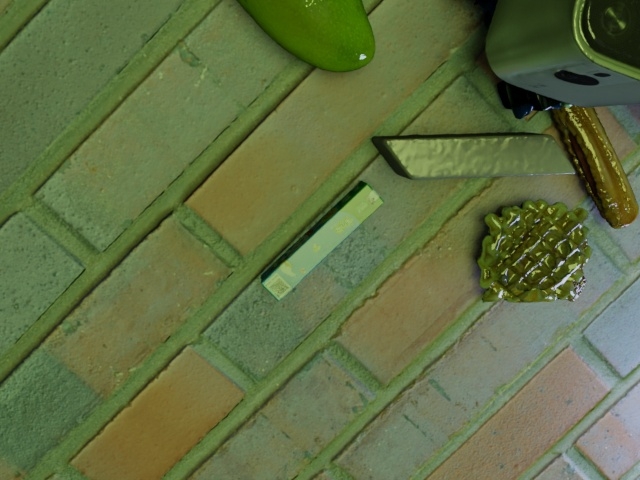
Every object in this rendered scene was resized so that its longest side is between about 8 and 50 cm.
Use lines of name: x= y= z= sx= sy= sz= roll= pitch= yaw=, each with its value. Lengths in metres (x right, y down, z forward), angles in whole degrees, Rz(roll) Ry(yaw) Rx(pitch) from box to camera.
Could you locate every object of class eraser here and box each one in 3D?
eraser: x=0.272 y=-0.153 z=1.048 sx=0.353 sy=0.111 sz=0.077 roll=-2 pitch=104 yaw=-7

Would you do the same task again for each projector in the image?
projector: x=0.418 y=-0.335 z=0.827 sx=0.249 sy=0.249 sz=0.248 roll=14 pitch=97 yaw=-12

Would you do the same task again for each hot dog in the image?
hot dog: x=0.518 y=-0.154 z=1.103 sx=0.083 sy=0.068 sz=0.288 roll=-34 pitch=100 yaw=-23

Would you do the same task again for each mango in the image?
mango: x=-0.035 y=-0.417 z=0.933 sx=0.192 sy=0.156 sz=0.343 roll=-39 pitch=107 yaw=11

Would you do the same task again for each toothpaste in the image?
toothpaste: x=0.000 y=0.000 z=1.070 sx=0.267 sy=0.065 sz=0.050 roll=-43 pitch=100 yaw=3

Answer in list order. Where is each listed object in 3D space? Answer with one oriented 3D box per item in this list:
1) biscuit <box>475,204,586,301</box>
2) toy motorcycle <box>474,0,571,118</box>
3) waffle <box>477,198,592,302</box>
biscuit: x=0.434 y=0.030 z=1.150 sx=0.237 sy=0.026 sz=0.131 roll=21 pitch=100 yaw=-10
toy motorcycle: x=0.343 y=-0.375 z=0.991 sx=0.196 sy=0.125 sz=0.331 roll=-21 pitch=108 yaw=-6
waffle: x=0.410 y=0.024 z=1.104 sx=0.224 sy=0.054 sz=0.203 roll=-1 pitch=101 yaw=-6
